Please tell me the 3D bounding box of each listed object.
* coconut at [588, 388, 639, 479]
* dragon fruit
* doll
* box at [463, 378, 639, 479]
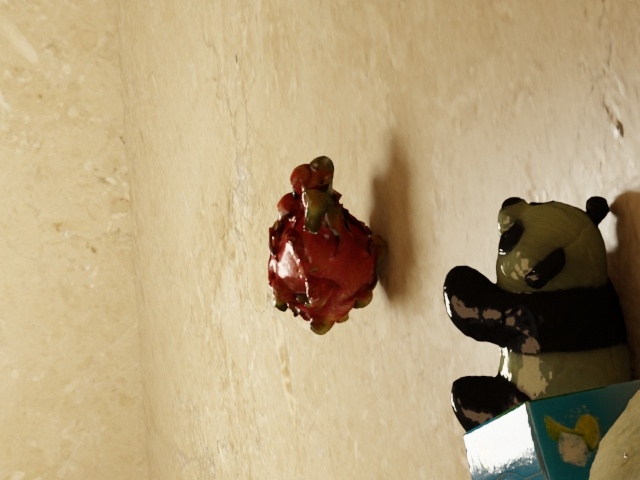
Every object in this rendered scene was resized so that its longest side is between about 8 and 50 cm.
[{"bbox_3d":[0.283,0.211,1.066,0.239,0.239,0.244,-172,80,-71],"label":"coconut"},{"bbox_3d":[0.000,0.000,1.979,0.150,0.133,0.208,10,117,28],"label":"dragon fruit"},{"bbox_3d":[0.194,0.077,1.445,0.135,0.143,0.234,-5,92,48],"label":"doll"},{"bbox_3d":[0.222,0.149,1.273,0.139,0.194,0.073,132,128,-67],"label":"box"}]
